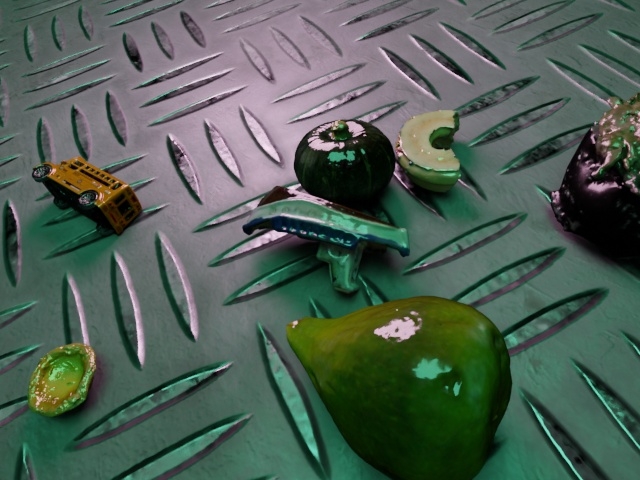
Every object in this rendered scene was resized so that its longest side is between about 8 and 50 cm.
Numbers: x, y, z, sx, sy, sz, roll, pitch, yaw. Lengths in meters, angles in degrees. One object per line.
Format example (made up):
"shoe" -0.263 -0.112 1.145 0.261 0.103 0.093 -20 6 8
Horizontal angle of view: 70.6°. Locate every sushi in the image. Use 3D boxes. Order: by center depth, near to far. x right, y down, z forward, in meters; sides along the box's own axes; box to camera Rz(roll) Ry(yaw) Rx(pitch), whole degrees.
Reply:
"sushi" 0.456 -0.106 0.596 0.225 0.219 0.238 -21 54 -11

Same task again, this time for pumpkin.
"pumpkin" 0.039 -0.130 0.739 0.167 0.125 0.167 5 56 -7

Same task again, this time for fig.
"fig" 0.063 0.150 0.516 0.275 0.206 0.206 9 55 33

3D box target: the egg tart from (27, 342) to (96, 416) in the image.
"egg tart" -0.351 0.193 0.624 0.105 0.039 0.105 -4 54 6

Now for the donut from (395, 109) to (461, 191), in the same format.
"donut" 0.181 -0.151 0.769 0.108 0.065 0.166 3 56 12

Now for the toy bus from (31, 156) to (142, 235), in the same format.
"toy bus" -0.420 -0.089 0.813 0.194 0.083 0.088 26 59 23

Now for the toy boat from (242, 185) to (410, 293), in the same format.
"toy boat" 0.000 0.000 0.671 0.262 0.114 0.115 21 92 21
